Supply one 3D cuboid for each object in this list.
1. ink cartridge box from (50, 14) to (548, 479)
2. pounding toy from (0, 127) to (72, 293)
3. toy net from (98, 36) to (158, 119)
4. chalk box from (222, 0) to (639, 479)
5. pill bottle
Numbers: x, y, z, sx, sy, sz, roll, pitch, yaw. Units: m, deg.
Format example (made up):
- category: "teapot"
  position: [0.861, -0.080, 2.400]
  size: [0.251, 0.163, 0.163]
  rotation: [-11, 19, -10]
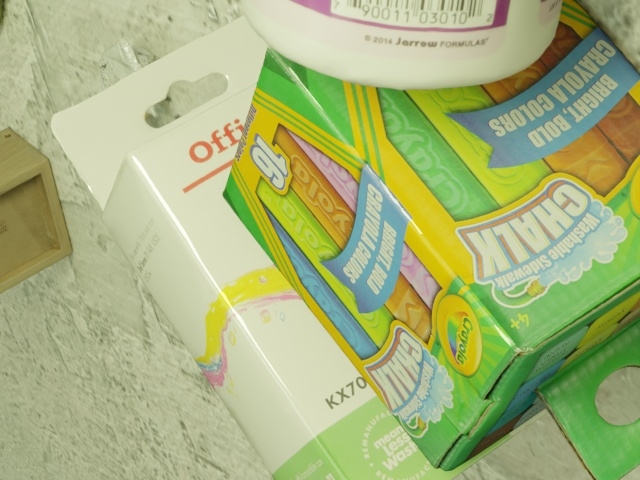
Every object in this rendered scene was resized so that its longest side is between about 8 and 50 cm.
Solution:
- category: "ink cartridge box"
  position: [0.000, 0.000, 1.221]
  size: [0.353, 0.207, 0.119]
  rotation: [55, 157, 7]
- category: "pounding toy"
  position: [-0.371, 0.014, 1.921]
  size: [0.094, 0.206, 0.181]
  rotation: [36, 147, 41]
- category: "toy net"
  position: [-0.164, -0.106, 1.606]
  size: [0.122, 0.045, 0.232]
  rotation: [48, 151, 27]
- category: "chalk box"
  position: [0.107, 0.000, 1.064]
  size: [0.289, 0.180, 0.179]
  rotation: [50, 154, 15]
- category: "pill bottle"
  position: [0.051, -0.238, 0.887]
  size: [0.169, 0.169, 0.301]
  rotation: [37, 133, 39]
